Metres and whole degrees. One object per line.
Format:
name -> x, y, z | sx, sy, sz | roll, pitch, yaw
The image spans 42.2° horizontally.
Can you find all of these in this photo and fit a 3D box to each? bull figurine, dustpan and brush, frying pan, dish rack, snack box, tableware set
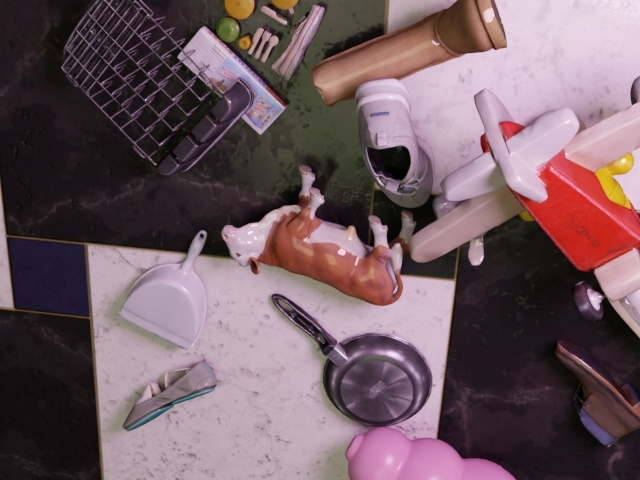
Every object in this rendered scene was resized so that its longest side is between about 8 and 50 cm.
bull figurine -> 0.000, 0.000, 1.340 | 0.310, 0.101, 0.188 | 21, 123, -2
dustpan and brush -> -0.247, 0.074, 1.446 | 0.147, 0.060, 0.211 | 27, 120, -5
frying pan -> 0.071, 0.201, 1.451 | 0.197, 0.053, 0.326 | -24, 110, 16
dish rack -> -0.263, -0.247, 1.288 | 0.271, 0.074, 0.208 | 46, 119, -7
snack box -> -0.138, -0.250, 1.303 | 0.178, 0.022, 0.064 | 43, 115, -10
tableware set -> -0.092, -0.357, 1.256 | 0.104, 0.024, 0.154 | 30, 115, -1

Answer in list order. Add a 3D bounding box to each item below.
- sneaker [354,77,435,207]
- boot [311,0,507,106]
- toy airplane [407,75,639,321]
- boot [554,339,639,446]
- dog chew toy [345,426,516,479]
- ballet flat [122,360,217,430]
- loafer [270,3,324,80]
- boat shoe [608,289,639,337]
sneaker -> 0.102, -0.111, 1.218 | 0.105, 0.115, 0.281 | -6, 152, 18
boot -> 0.117, -0.259, 1.151 | 0.269, 0.236, 0.089 | -19, 94, 12
toy airplane -> 0.329, -0.094, 1.162 | 0.386, 0.272, 0.384 | 3, 137, 1
boot -> 0.454, 0.263, 1.396 | 0.219, 0.082, 0.106 | 37, 110, -9
dog chew toy -> 0.195, 0.445, 1.453 | 0.331, 0.206, 0.207 | 30, 114, 4
ballet flat -> -0.285, 0.283, 1.535 | 0.213, 0.072, 0.068 | -28, 78, 18
loafer -> -0.037, -0.304, 1.258 | 0.039, 0.045, 0.125 | 30, 116, 3
boat shoe -> 0.589, 0.153, 1.313 | 0.302, 0.113, 0.103 | 43, 117, -9
